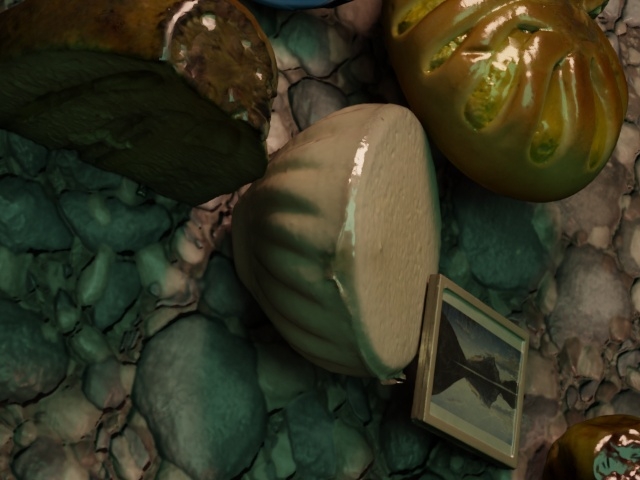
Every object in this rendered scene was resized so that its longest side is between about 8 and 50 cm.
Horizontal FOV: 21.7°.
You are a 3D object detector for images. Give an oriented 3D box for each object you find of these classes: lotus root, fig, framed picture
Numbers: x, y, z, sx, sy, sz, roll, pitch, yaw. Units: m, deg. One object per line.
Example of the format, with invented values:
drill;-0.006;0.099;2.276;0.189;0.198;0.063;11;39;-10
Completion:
lotus root;-0.155;-0.159;1.463;0.267;0.260;0.149;22;68;-24
fig;0.308;0.244;1.730;0.144;0.154;0.166;50;27;5
framed picture;0.154;0.135;1.669;0.203;0.015;0.150;33;60;-51

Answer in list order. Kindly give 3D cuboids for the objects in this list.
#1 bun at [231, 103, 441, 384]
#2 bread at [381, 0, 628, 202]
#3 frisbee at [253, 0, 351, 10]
bun;0.000;0.000;1.580;0.263;0.175;0.263;3;90;-69
bread;0.198;-0.201;1.694;0.333;0.160;0.333;29;45;-33
frisbee;-0.018;-0.347;1.649;0.242;0.045;0.242;1;101;6
